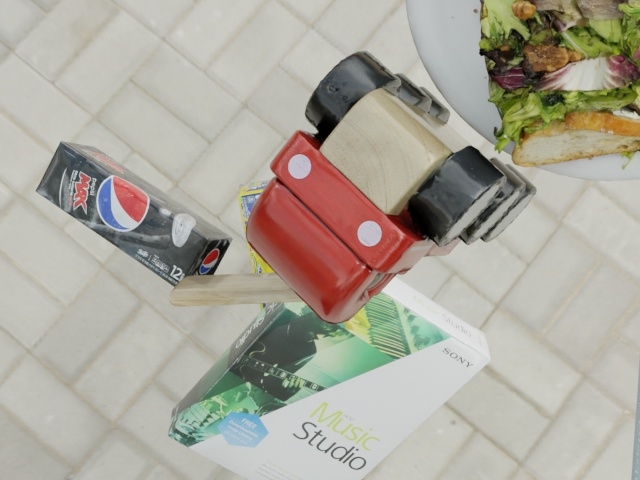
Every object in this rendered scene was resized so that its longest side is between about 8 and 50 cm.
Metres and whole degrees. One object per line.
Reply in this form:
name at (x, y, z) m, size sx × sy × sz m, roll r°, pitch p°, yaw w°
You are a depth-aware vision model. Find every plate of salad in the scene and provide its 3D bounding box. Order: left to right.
plate of salad at (0.127, -0.109, 0.463) m, size 0.200 × 0.200 × 0.048 m, roll 38°, pitch 53°, yaw 6°

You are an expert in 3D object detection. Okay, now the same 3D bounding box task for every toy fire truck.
toy fire truck at (0.000, 0.000, 0.624) m, size 0.158 × 0.217 × 0.246 m, roll 44°, pitch 105°, yaw 14°

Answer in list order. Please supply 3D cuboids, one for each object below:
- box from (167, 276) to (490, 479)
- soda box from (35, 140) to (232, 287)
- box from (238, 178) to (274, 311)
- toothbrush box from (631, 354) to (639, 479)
box at (0.005, 0.170, 1.045) m, size 0.232 × 0.058 × 0.322 m, roll 32°, pitch 114°, yaw -18°
soda box at (-0.165, -0.023, 0.792) m, size 0.169 × 0.060 × 0.053 m, roll 32°, pitch 100°, yaw 14°
box at (-0.060, 0.011, 1.116) m, size 0.059 × 0.054 × 0.169 m, roll -10°, pitch 109°, yaw -1°
toothbrush box at (0.246, 0.152, 0.478) m, size 0.126 × 0.295 × 0.216 m, roll 5°, pitch 84°, yaw 12°
